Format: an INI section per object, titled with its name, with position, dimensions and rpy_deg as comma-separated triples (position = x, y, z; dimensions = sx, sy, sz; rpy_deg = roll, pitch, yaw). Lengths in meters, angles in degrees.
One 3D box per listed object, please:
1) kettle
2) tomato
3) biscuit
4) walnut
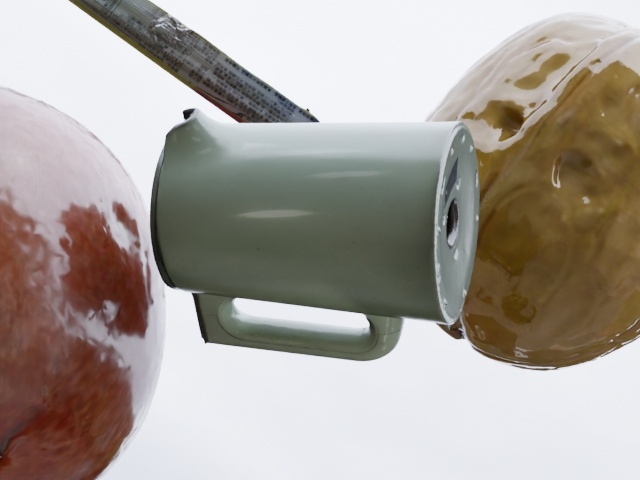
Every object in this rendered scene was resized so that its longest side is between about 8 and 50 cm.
[kettle]
position = 0.001, -0.006, 0.827
dimensions = 0.148, 0.098, 0.127
rpy_deg = 3, -25, 17
[tomato]
position = -0.211, 0.027, 0.896
dimensions = 0.265, 0.265, 0.265
rpy_deg = 22, -23, 10
[biscuit]
position = -0.111, -0.144, 1.210
dimensions = 0.292, 0.048, 0.026
rpy_deg = 36, -24, -2
[walnut]
position = 0.148, -0.030, 1.000
dimensions = 0.193, 0.225, 0.193
rpy_deg = 43, 0, 0
